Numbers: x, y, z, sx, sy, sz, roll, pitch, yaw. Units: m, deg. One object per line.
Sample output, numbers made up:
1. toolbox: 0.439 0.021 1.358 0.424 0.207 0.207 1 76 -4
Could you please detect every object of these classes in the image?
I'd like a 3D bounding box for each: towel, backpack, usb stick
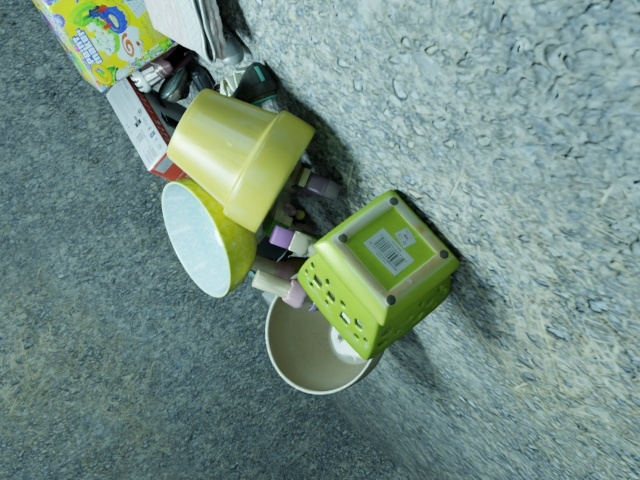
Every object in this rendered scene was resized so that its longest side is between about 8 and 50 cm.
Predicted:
1. towel: -0.306 -0.548 1.388 0.317 0.053 0.332 40 148 43
2. backpack: -0.159 -0.001 2.011 0.191 0.225 0.253 40 176 2
3. usb stick: -0.282 -0.358 1.925 0.077 0.045 0.278 38 161 51

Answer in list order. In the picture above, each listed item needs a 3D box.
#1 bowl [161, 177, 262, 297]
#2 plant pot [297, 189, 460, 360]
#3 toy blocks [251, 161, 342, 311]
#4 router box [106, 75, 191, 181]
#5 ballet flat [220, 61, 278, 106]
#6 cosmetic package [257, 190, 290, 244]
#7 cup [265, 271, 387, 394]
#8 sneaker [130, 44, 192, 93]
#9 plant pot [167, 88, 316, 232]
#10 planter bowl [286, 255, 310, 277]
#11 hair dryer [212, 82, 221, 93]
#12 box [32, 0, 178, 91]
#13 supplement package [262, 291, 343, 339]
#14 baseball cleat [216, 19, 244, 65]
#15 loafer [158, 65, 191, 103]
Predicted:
1. bowl: -0.230 -0.029 1.618 0.289 0.156 0.289 36 140 37
2. plant pot: 0.112 0.055 1.305 0.228 0.227 0.207 49 160 15
3. toy blocks: 0.000 0.000 1.643 0.260 0.309 0.288 22 -175 -13
4. router box: -0.382 -0.267 1.857 0.301 0.082 0.335 23 -155 -53
5. ballet flat: -0.169 -0.332 1.548 0.280 0.095 0.096 -10 105 63
6. cosmetic package: -0.168 -0.144 1.747 0.113 0.160 0.309 30 155 15
7. cup: 0.051 0.250 1.881 0.331 0.331 0.237 45 -169 28
8. sneaker: -0.400 -0.503 1.853 0.106 0.162 0.281 54 -156 -37
9. plant pot: -0.172 -0.180 1.425 0.239 0.254 0.254 29 167 -5
10. planter bowl: -0.052 0.096 2.116 0.217 0.217 0.090 171 107 -75
11. hair dryer: -0.199 -0.290 1.825 0.223 0.080 0.293 8 142 49
12. box: -0.516 -0.569 1.678 0.177 0.279 0.290 36 158 50
13. supplement package: -0.036 0.234 2.311 0.177 0.175 0.293 61 164 -25
14. baseball cleat: -0.239 -0.460 1.479 0.206 0.072 0.109 46 165 23
15. loafer: -0.383 -0.433 1.911 0.084 0.096 0.267 42 -163 -28
